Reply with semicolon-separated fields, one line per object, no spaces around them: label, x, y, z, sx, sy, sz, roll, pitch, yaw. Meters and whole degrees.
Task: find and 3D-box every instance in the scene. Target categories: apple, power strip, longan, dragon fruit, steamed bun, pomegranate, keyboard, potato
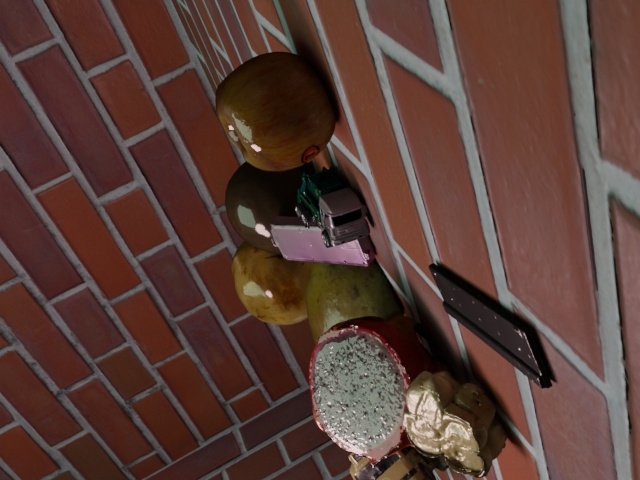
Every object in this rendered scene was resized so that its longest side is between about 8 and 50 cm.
apple;-0.079;-0.230;1.365;0.211;0.187;0.211;57;173;11
power strip;0.000;0.000;1.723;0.278;0.037;0.109;3;129;41
longan;-0.115;-0.091;1.911;0.258;0.258;0.258;60;173;13
dragon fruit;0.143;0.301;1.593;0.305;0.225;0.306;4;96;44
steamed bun;0.244;0.314;1.377;0.177;0.106;0.192;7;120;45
pomegranate;-0.118;0.108;2.440;0.333;0.332;0.332;60;173;13
keyboard;0.236;0.116;1.100;0.101;0.018;0.310;66;172;-19
potato;0.043;0.148;1.839;0.280;0.212;0.330;59;171;20

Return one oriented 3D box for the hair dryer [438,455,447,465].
hair dryer;0.303;0.521;2.131;0.183;0.044;0.155;-123;8;-70

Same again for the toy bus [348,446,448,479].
toy bus;0.213;0.622;2.102;0.202;0.177;0.365;48;-171;16

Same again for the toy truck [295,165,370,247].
toy truck;0.018;-0.081;1.582;0.216;0.110;0.116;-128;23;-56
